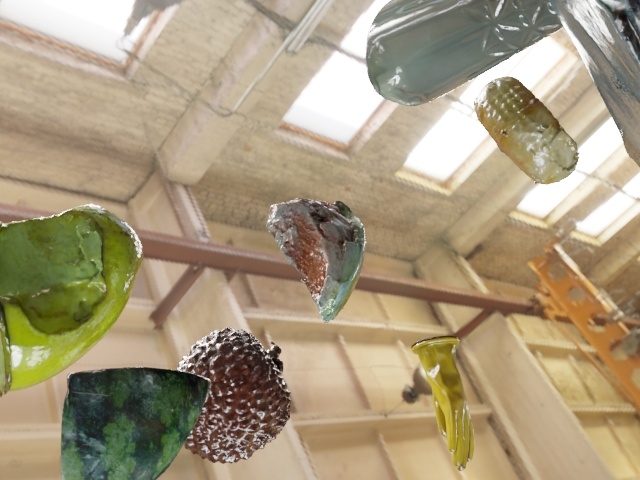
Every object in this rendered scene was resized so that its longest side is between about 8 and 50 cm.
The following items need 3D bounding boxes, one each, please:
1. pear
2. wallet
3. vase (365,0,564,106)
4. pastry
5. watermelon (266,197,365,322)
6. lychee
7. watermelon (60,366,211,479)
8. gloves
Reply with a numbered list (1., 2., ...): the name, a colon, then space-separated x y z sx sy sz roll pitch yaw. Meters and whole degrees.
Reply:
1. pear: -0.368 0.074 1.057 0.255 0.164 0.238 -13 -96 -40
2. wallet: 0.266 -0.134 0.616 0.379 0.046 0.191 38 -157 -41
3. vase: 0.228 -0.307 0.977 0.156 0.300 0.251 55 -129 -18
4. pastry: 0.325 -0.172 1.166 0.182 0.093 0.192 29 -156 -51
5. watermelon: 0.000 0.000 0.877 0.139 0.071 0.187 32 -147 -18
6. lychee: -0.183 0.318 1.537 0.264 0.264 0.300 44 -120 5
7. watermelon: -0.219 0.249 0.859 0.136 0.208 0.202 12 170 8
8. gloves: 0.291 0.376 1.677 0.133 0.116 0.295 20 -125 -51
